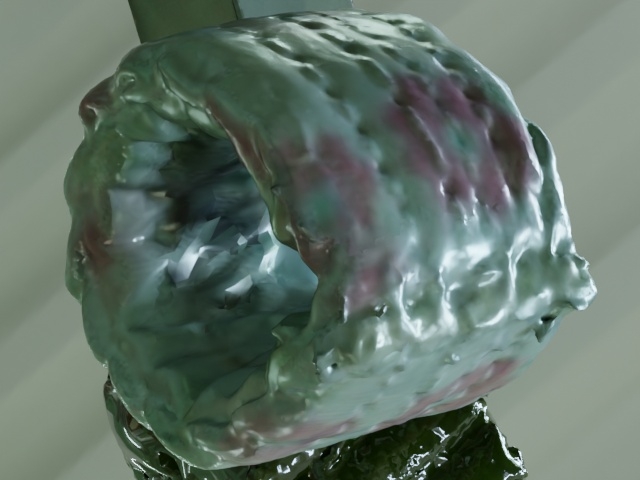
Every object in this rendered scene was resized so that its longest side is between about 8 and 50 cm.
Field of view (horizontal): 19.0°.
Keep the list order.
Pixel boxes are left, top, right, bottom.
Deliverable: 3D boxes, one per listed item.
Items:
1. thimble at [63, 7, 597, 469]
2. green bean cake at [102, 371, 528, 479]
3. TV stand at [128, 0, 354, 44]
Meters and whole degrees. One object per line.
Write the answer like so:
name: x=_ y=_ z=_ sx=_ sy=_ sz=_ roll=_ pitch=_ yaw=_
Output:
thimble: x=0.000 y=0.000 z=0.799 sx=0.149 sy=0.185 sz=0.211 roll=-14 pitch=-157 yaw=-36
green bean cake: x=-0.001 y=0.203 z=1.439 sx=0.218 sy=0.335 sz=0.319 roll=-34 pitch=-166 yaw=-25
TV stand: x=-0.056 y=-0.169 z=1.005 sx=0.088 sy=0.083 sz=0.269 roll=-18 pitch=-92 yaw=49
